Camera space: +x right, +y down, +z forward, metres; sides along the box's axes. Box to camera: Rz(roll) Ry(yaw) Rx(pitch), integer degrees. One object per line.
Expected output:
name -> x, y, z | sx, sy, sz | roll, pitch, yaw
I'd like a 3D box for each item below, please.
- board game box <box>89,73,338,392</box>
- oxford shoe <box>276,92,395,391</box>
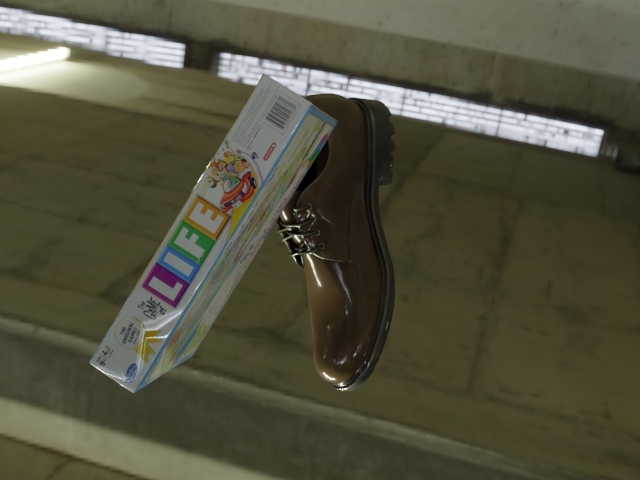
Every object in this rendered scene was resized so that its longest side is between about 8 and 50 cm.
board game box -> -0.048, -0.004, 0.491 | 0.026, 0.154, 0.103 | 33, -174, 5
oxford shoe -> 0.000, 0.000, 0.748 | 0.096, 0.227, 0.083 | 5, 168, -39
